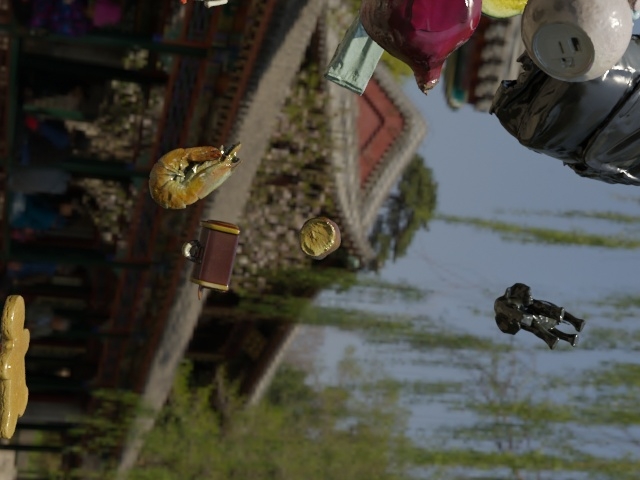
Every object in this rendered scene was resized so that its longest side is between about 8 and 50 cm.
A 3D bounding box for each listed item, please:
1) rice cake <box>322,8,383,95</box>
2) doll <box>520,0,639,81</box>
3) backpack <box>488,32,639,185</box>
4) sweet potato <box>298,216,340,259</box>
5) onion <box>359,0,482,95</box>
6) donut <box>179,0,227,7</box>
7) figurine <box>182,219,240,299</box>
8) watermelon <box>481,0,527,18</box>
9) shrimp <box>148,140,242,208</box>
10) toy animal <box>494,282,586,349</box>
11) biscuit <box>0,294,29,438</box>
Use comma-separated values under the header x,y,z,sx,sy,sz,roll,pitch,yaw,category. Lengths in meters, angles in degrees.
x,y,z,sx,sy,sz,roll,pitch,yaw,category
0.093,-0.384,2.032,0.226,0.085,0.040,-61,-165,12,rice cake
0.370,-0.335,1.475,0.287,0.151,0.151,-55,175,-35,doll
0.573,-0.292,2.257,0.363,0.446,0.255,-56,-140,32,backpack
0.000,0.000,1.256,0.117,0.049,0.049,62,33,-83,sweet potato
0.166,-0.341,1.781,0.140,0.195,0.218,-124,-151,-75,onion
-0.234,-0.456,1.474,0.142,0.383,0.382,-55,-154,23,donut
-0.213,0.037,2.054,0.082,0.098,0.154,-157,-99,-70,figurine
0.307,-0.464,1.897,0.129,0.301,0.123,-32,-115,31,watermelon
-0.255,-0.147,2.260,0.115,0.217,0.051,60,-3,-19,shrimp
0.465,0.174,2.376,0.146,0.245,0.114,30,-91,38,toy animal
-0.526,0.206,1.859,0.158,0.035,0.240,-100,-166,-75,biscuit
